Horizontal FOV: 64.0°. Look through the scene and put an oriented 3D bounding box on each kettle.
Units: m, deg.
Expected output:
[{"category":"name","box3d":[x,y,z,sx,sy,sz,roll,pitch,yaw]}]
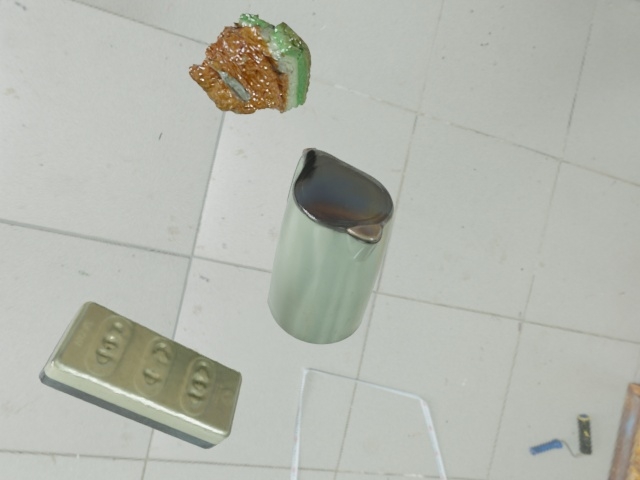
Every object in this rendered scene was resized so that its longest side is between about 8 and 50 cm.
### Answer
[{"category":"kettle","box3d":[0.000,0.000,0.791,0.165,0.240,0.255,-12,139,-22]}]

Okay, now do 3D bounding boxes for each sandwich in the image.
[{"category":"sandwich","box3d":[-0.098,-0.250,0.810,0.109,0.184,0.160,39,80,18]}]

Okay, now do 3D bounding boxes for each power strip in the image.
[{"category":"power strip","box3d":[-0.222,0.184,0.684,0.257,0.070,0.105,33,39,-22]}]
